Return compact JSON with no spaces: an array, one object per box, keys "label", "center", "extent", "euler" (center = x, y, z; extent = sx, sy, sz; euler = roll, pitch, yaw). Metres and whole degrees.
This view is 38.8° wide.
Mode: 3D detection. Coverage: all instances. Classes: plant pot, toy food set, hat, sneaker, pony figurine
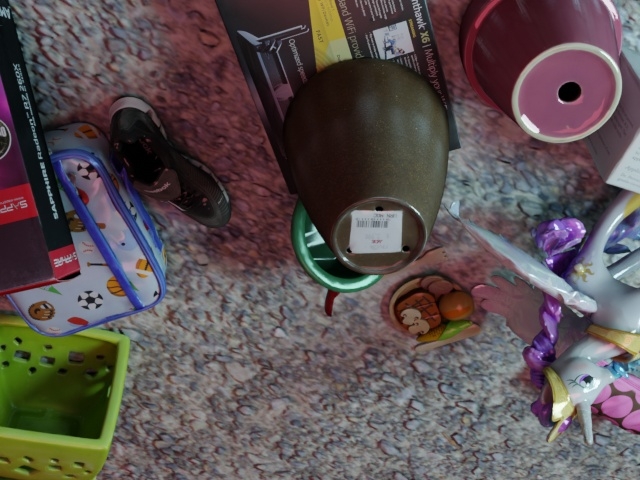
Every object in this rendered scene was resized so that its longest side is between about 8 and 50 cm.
[{"label":"plant pot","center":[0.060,-0.071,1.084],"extent":[0.216,0.230,0.215],"euler":[0,126,-1]},{"label":"plant pot","center":[-0.437,0.277,1.434],"extent":[0.228,0.227,0.207],"euler":[11,131,-10]},{"label":"toy food set","center":[0.174,0.108,1.433],"extent":[0.133,0.038,0.192],"euler":[-21,123,13]},{"label":"hat","center":[0.000,0.000,1.360],"extent":[0.173,0.184,0.208],"euler":[14,81,-24]},{"label":"sneaker","center":[-0.210,-0.084,1.244],"extent":[0.078,0.106,0.234],"euler":[-29,121,19]},{"label":"pony figurine","center":[0.367,0.067,1.255],"extent":[0.363,0.351,0.303],"euler":[-39,138,-1]},{"label":"plant pot","center":[0.281,-0.219,1.116],"extent":[0.202,0.180,0.201],"euler":[0,125,0]}]

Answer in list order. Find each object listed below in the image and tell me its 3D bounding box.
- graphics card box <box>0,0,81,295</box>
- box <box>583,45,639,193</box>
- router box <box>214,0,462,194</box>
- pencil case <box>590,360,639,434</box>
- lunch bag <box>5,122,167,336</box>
[{"label":"graphics card box","center":[-0.464,-0.105,1.135],"extent":[0.233,0.094,0.370],"euler":[-12,95,8]},{"label":"box","center":[0.450,-0.141,1.174],"extent":[0.181,0.181,0.119],"euler":[17,125,-12]},{"label":"router box","center":[0.028,-0.229,1.162],"extent":[0.243,0.081,0.308],"euler":[-14,125,9]},{"label":"pencil case","center":[0.479,0.243,1.507],"extent":[0.209,0.095,0.098],"euler":[28,155,-22]},{"label":"lunch bag","center":[-0.357,-0.014,1.290],"extent":[0.243,0.115,0.303],"euler":[-16,125,7]}]
